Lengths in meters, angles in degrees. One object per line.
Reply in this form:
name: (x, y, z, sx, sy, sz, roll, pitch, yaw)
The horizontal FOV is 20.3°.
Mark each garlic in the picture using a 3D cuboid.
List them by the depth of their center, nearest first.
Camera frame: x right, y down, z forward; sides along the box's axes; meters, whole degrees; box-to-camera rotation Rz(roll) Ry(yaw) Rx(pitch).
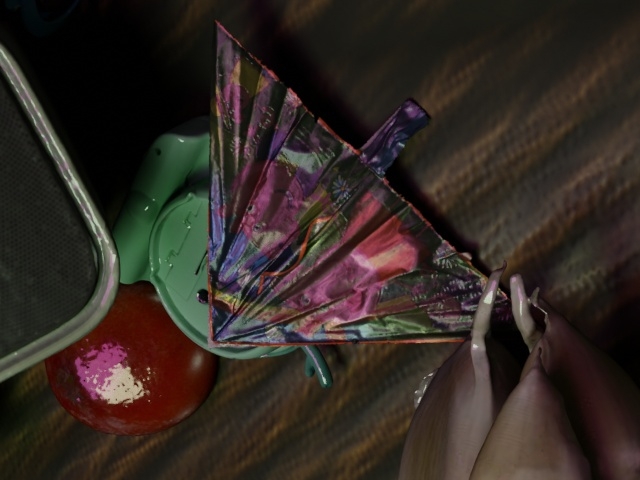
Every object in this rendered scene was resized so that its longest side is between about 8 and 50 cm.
garlic: (0.120, 0.169, 1.160, 0.210, 0.237, 0.292, 8, 80, 26)

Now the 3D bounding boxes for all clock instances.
clock: (-0.056, 0.019, 1.332, 0.211, 0.066, 0.159, 39, 129, 17)

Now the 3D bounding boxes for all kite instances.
kite: (0.000, 0.000, 1.252, 0.321, 0.016, 0.234, 44, 103, 4)

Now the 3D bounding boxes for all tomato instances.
tomato: (-0.166, 0.097, 1.434, 0.159, 0.091, 0.139, -7, 106, 37)

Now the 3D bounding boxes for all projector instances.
projector: (-0.300, -0.028, 1.302, 0.248, 0.248, 0.249, 63, 176, -14)

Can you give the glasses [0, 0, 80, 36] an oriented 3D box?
glasses: (-0.219, -0.290, 1.331, 0.207, 0.102, 0.239, 53, 139, 45)
